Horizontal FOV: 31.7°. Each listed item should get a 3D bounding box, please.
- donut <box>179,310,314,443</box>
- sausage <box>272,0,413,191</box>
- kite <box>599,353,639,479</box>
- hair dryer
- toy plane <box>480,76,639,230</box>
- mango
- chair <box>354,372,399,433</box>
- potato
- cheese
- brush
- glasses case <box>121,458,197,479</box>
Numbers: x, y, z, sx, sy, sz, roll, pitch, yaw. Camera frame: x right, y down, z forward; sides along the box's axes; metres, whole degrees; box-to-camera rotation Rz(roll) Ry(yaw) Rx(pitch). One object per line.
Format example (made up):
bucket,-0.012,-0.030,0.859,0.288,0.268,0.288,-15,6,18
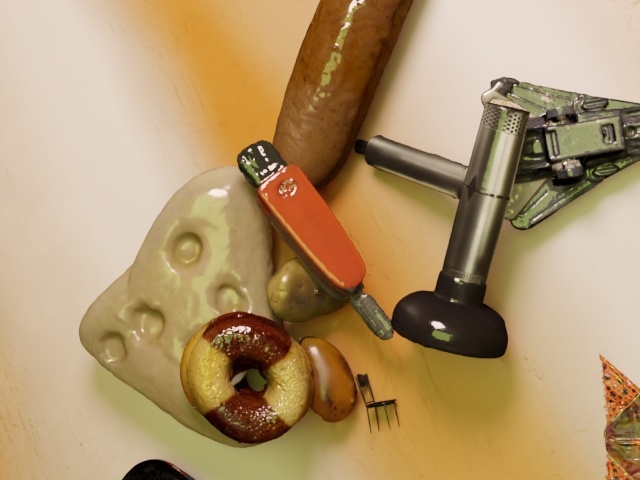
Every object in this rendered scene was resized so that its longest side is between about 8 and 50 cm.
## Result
donut,-0.095,0.182,1.491,0.166,0.073,0.184,-35,92,-7
sausage,0.046,-0.288,1.570,0.123,0.136,0.501,22,92,3
kite,0.423,0.256,1.450,0.125,0.008,0.222,-2,84,16
hair dryer,0.162,-0.027,1.522,0.284,0.156,0.320,16,98,64
toy plane,0.378,-0.135,1.456,0.316,0.103,0.204,-9,92,17
mango,0.010,0.188,1.560,0.063,0.077,0.127,-27,82,30
chair,0.080,0.221,1.555,0.042,0.037,0.086,-21,82,28
potato,-0.011,0.063,1.565,0.138,0.070,0.091,-13,109,-16
cheese,-0.130,0.107,1.595,0.328,0.129,0.351,41,98,13
brush,0.000,0.000,1.513,0.070,0.051,0.323,-37,87,-17
glasses case,-0.158,0.433,1.589,0.321,0.082,0.122,34,97,18
